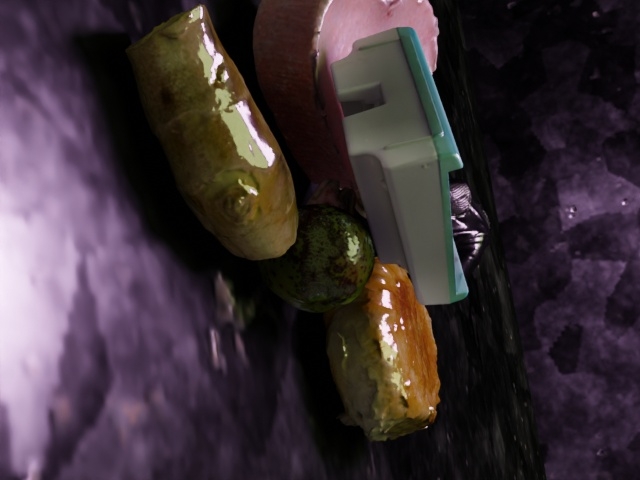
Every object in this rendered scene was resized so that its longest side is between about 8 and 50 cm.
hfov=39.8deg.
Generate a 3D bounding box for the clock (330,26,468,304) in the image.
[{"bbox_3d":[0.091,-0.087,1.046,0.262,0.116,0.231,-97,176,-46],"label":"clock"}]

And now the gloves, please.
[{"bbox_3d":[0.210,-0.002,1.604,0.197,0.152,0.301,58,24,6],"label":"gloves"}]

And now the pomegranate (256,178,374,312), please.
[{"bbox_3d":[0.007,0.009,0.996,0.125,0.138,0.163,46,56,3],"label":"pomegranate"}]

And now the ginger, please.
[{"bbox_3d":[-0.095,-0.090,0.837,0.116,0.109,0.263,-45,125,-36],"label":"ginger"}]

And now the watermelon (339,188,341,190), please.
[{"bbox_3d":[0.031,-0.087,1.317,0.085,0.085,0.061,-79,180,-49],"label":"watermelon"}]

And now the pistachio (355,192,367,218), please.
[{"bbox_3d":[0.088,-0.146,1.394,0.136,0.135,0.226,11,76,-70],"label":"pistachio"}]

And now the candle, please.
[{"bbox_3d":[0.031,-0.213,1.191,0.317,0.131,0.287,-15,112,-54],"label":"candle"}]

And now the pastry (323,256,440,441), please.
[{"bbox_3d":[0.076,0.144,1.175,0.257,0.120,0.236,28,48,-63],"label":"pastry"}]
